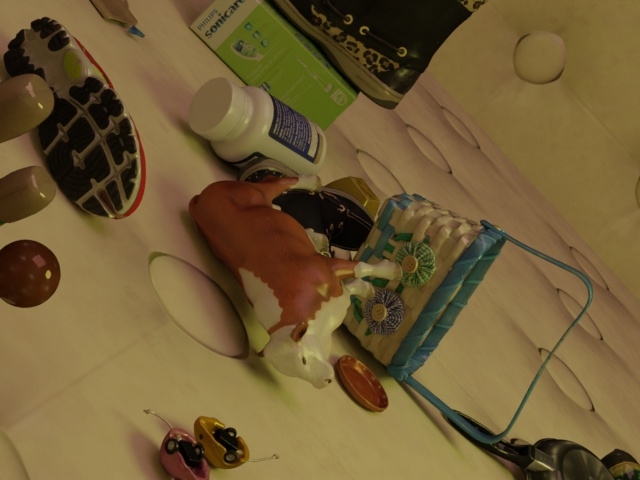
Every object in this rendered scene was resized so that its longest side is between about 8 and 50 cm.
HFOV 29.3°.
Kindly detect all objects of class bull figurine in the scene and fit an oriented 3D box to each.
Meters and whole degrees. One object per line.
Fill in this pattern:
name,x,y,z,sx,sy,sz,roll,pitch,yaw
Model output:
bull figurine,-0.031,0.031,1.405,0.188,0.101,0.310,-8,46,-34

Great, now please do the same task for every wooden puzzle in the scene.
wooden puzzle,-0.305,-0.339,1.772,0.078,0.014,0.116,6,44,-57

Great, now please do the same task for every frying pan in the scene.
frying pan,0.324,0.311,1.713,0.326,0.053,0.197,51,34,0

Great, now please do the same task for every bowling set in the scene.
bowling set,-0.308,-0.022,0.954,0.200,0.154,0.287,69,19,5

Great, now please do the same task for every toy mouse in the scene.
toy mouse,-0.094,0.210,1.067,0.161,0.031,0.143,37,20,-28

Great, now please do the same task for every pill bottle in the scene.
pill bottle,-0.089,-0.150,1.702,0.187,0.112,0.112,29,25,-44

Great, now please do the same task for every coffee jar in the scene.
coffee jar,0.458,0.402,1.811,0.079,0.096,0.184,29,25,-37

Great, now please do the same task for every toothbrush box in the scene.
toothbrush box,-0.065,-0.323,2.105,0.283,0.122,0.206,45,19,-9

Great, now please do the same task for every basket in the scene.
basket,0.171,0.091,1.585,0.289,0.255,0.201,31,13,10

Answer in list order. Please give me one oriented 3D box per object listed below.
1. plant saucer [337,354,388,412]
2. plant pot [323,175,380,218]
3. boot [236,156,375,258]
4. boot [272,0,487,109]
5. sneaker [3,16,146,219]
plant saucer,0.050,0.176,1.494,0.083,0.013,0.083,42,18,-17
plant pot,0.040,-0.051,1.832,0.081,0.083,0.081,53,18,17
boot,-0.002,0.001,1.638,0.236,0.085,0.178,28,29,-36
boot,0.082,-0.437,2.018,0.377,0.284,0.138,48,20,-1
sneaker,-0.244,-0.132,1.341,0.118,0.107,0.279,36,21,-57
